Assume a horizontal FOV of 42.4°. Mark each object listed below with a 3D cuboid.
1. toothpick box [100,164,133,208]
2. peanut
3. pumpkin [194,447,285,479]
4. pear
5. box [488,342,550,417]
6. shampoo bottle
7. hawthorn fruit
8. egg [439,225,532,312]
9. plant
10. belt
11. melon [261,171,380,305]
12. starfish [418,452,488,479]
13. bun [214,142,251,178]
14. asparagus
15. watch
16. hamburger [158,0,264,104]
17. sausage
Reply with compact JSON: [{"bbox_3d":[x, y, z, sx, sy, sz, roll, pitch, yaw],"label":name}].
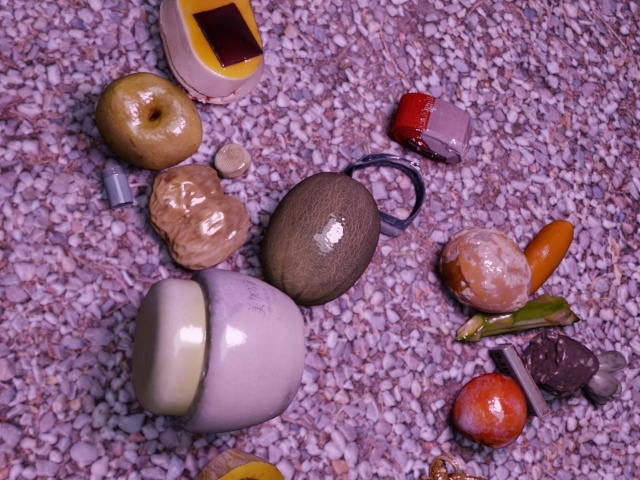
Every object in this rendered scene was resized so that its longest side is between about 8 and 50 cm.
[{"bbox_3d":[-0.438,-0.115,1.779,0.052,0.052,0.083,-15,83,-20],"label":"toothpick box"},{"bbox_3d":[-0.268,-0.056,1.789,0.197,0.110,0.233,-38,90,-17],"label":"peanut"},{"bbox_3d":[-0.187,0.508,1.671,0.217,0.217,0.110,-27,46,-21],"label":"pumpkin"},{"bbox_3d":[-0.362,-0.248,1.755,0.229,0.211,0.188,34,78,-8],"label":"pear"},{"bbox_3d":[0.461,0.326,1.928,0.036,0.115,0.177,-28,86,-9],"label":"box"},{"bbox_3d":[-0.197,0.219,1.634,0.318,0.322,0.322,11,74,-24],"label":"shampoo bottle"},{"bbox_3d":[0.386,0.381,1.865,0.173,0.173,0.172,4,76,-17],"label":"hawthorn fruit"},{"bbox_3d":[0.386,0.070,1.923,0.195,0.195,0.233,-37,81,-22],"label":"egg"},{"bbox_3d":[0.611,0.311,1.970,0.275,0.149,0.146,19,114,-30],"label":"plant"},{"bbox_3d":[0.270,-0.262,2.001,0.201,0.128,0.124,23,72,-13],"label":"belt"},{"bbox_3d":[0.000,0.000,1.795,0.238,0.237,0.301,31,75,-9],"label":"melon"},{"bbox_3d":[0.277,0.575,1.830,0.146,0.074,0.190,42,69,-3],"label":"starfish"},{"bbox_3d":[-0.198,-0.176,1.869,0.086,0.055,0.086,-3,67,8],"label":"bun"},{"bbox_3d":[0.473,0.188,1.988,0.343,0.082,0.085,-5,115,-18],"label":"asparagus"},{"bbox_3d":[0.149,-0.121,1.963,0.206,0.068,0.192,23,68,-15],"label":"watch"},{"bbox_3d":[-0.246,-0.458,1.876,0.227,0.151,0.295,-11,76,-26],"label":"hamburger"},{"bbox_3d":[0.548,0.039,2.036,0.098,0.098,0.238,45,70,-3],"label":"sausage"}]
